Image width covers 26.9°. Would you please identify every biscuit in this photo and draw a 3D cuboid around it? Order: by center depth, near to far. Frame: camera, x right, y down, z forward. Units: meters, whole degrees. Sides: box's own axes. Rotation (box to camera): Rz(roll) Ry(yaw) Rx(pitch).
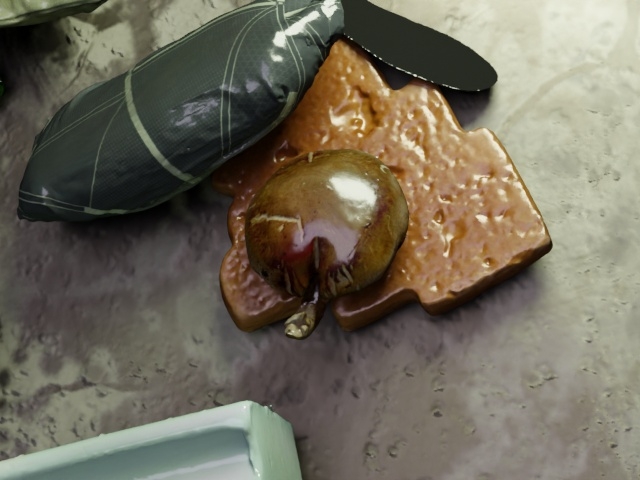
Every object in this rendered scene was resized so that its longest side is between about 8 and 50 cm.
[{"bbox_3d":[0.050,-0.032,1.144,0.306,0.043,0.284,17,77,19],"label":"biscuit"}]

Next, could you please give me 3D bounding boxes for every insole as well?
[{"bbox_3d":[0.053,-0.187,1.185,0.232,0.003,0.080,32,45,20],"label":"insole"}]

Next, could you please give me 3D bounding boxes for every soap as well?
[{"bbox_3d":[-0.164,0.212,1.060,0.289,0.173,0.095,-15,71,9],"label":"soap"}]

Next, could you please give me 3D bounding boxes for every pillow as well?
[{"bbox_3d":[-0.121,-0.118,1.152,0.335,0.092,0.161,-27,37,17],"label":"pillow"}]

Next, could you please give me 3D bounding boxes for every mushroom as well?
[{"bbox_3d":[-0.001,0.000,1.080,0.135,0.080,0.170,4,70,26],"label":"mushroom"}]

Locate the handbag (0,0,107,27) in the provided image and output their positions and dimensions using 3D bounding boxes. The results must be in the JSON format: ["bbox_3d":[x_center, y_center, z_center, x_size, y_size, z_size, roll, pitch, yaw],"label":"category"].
[{"bbox_3d":[-0.334,-0.314,1.257,0.253,0.109,0.316,-14,60,3],"label":"handbag"}]

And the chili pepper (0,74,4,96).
[{"bbox_3d":[-0.442,-0.155,1.276,0.279,0.065,0.122,-14,63,1],"label":"chili pepper"}]
